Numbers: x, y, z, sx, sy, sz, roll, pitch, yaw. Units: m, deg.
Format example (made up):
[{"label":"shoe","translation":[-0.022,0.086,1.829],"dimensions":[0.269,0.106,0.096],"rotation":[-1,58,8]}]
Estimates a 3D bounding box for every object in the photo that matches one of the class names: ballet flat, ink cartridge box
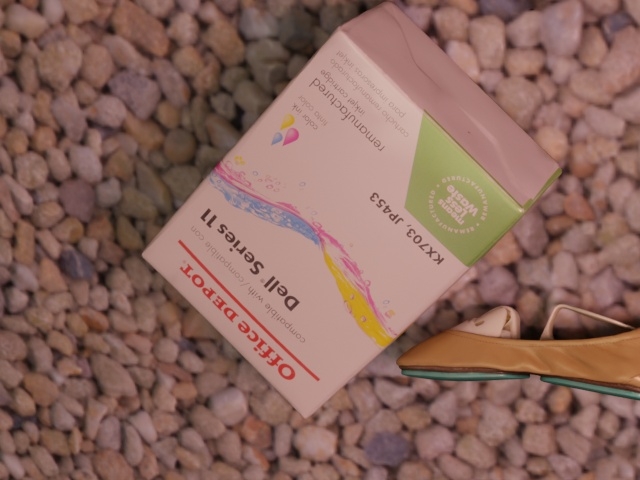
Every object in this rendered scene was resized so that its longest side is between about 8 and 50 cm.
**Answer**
[{"label":"ballet flat","translation":[0.178,0.088,1.275],"dimensions":[0.232,0.080,0.073],"rotation":[4,84,20]},{"label":"ink cartridge box","translation":[0.000,0.000,1.279],"dimensions":[0.207,0.119,0.353],"rotation":[44,121,2]}]
